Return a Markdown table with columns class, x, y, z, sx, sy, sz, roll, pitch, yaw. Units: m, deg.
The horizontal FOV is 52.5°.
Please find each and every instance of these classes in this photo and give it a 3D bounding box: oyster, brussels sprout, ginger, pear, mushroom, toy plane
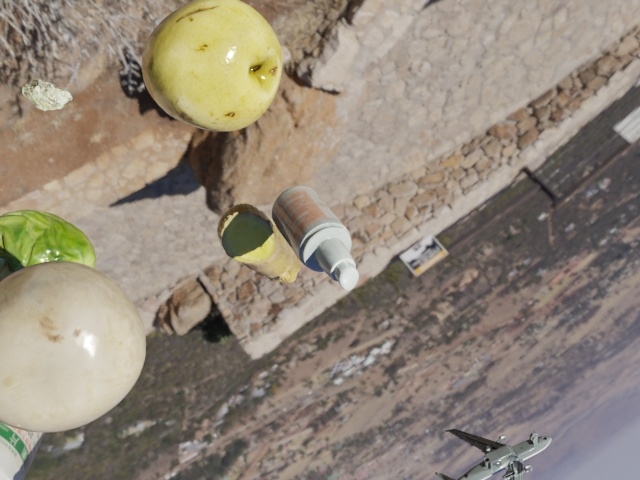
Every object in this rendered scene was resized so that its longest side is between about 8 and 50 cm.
| class | x | y | z | sx | sy | sz | roll | pitch | yaw |
| --- | --- | --- | --- | --- | --- | --- | --- | --- | --- |
| oyster | -0.587 | -0.312 | 1.393 | 0.098 | 0.100 | 0.037 | 33 | 116 | -28 |
| brussels sprout | -0.525 | 0.049 | 1.201 | 0.223 | 0.223 | 0.161 | -18 | 167 | -31 |
| ginger | -0.139 | 0.001 | 1.447 | 0.126 | 0.189 | 0.354 | -32 | 164 | 0 |
| pear | -0.242 | -0.394 | 1.467 | 0.309 | 0.309 | 0.309 | -27 | 151 | -17 |
| mushroom | -0.318 | 0.124 | 0.790 | 0.204 | 0.204 | 0.204 | -27 | 151 | -17 |
| toy plane | 0.318 | 0.403 | 1.169 | 0.226 | 0.226 | 0.058 | -29 | 124 | -6 |

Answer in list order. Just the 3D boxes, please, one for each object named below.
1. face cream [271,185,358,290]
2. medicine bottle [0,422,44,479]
| class | x | y | z | sx | sy | sz | roll | pitch | yaw |
| --- | --- | --- | --- | --- | --- | --- | --- | --- | --- |
| face cream | 0.000 | 0.000 | 1.151 | 0.101 | 0.251 | 0.101 | -14 | 126 | -19 |
| medicine bottle | -0.615 | 0.386 | 1.117 | 0.208 | 0.339 | 0.208 | -1 | 121 | -2 |
